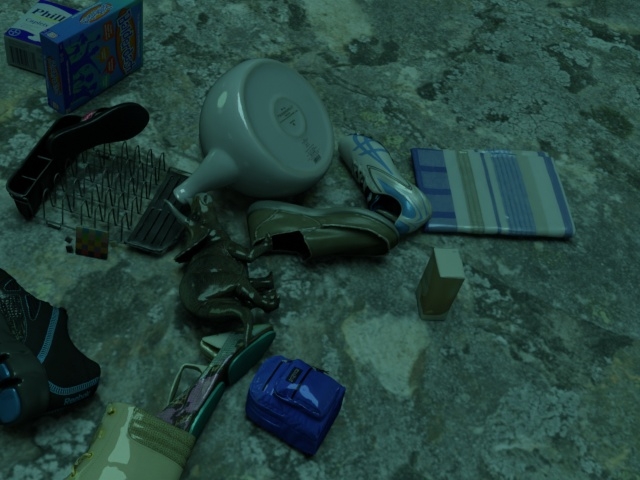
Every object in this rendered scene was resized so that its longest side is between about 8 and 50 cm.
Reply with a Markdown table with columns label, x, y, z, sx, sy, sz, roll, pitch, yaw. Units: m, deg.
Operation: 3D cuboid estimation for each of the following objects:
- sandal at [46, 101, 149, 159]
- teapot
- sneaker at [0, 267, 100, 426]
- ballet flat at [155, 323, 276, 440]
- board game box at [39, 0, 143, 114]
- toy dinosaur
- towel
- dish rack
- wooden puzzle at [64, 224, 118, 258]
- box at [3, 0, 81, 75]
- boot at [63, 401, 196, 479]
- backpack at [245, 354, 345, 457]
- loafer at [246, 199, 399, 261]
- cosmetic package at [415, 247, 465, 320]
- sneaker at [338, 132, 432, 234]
| label | x | y | z | sx | sy | sz | roll | pitch | yaw |
| --- | --- | --- | --- | --- | --- | --- | --- | --- | --- |
| sandal | -0.361 | -0.184 | 1.258 | 0.179 | 0.067 | 0.040 | -26 | 49 | -29 |
| teapot | -0.111 | -0.172 | 1.320 | 0.256 | 0.187 | 0.252 | 14 | 61 | -42 |
| sneaker | -0.432 | 0.113 | 1.065 | 0.140 | 0.125 | 0.341 | -3 | 42 | -50 |
| ballet flat | -0.150 | 0.182 | 1.073 | 0.079 | 0.077 | 0.221 | 27 | 54 | 16 |
| board game box | -0.408 | -0.345 | 1.418 | 0.047 | 0.160 | 0.210 | 31 | 51 | 14 |
| toy dinosaur | -0.144 | 0.066 | 1.145 | 0.160 | 0.121 | 0.313 | -4 | 43 | -7 |
| towel | 0.312 | -0.089 | 1.430 | 0.285 | 0.034 | 0.209 | 1 | 51 | -8 |
| dish rack | -0.336 | -0.088 | 1.266 | 0.272 | 0.074 | 0.208 | 17 | 49 | 3 |
| wooden puzzle | -0.352 | 0.002 | 1.200 | 0.083 | 0.049 | 0.006 | 11 | 28 | -2 |
| box | -0.508 | -0.382 | 1.487 | 0.126 | 0.072 | 0.137 | 18 | 48 | 3 |
| boot | -0.293 | 0.284 | 0.917 | 0.262 | 0.095 | 0.203 | 16 | 57 | -4 |
| backpack | -0.036 | 0.208 | 1.054 | 0.120 | 0.101 | 0.098 | 24 | 42 | 14 |
| loafer | 0.000 | 0.000 | 1.257 | 0.251 | 0.094 | 0.087 | 5 | 53 | 5 |
| cosmetic package | 0.184 | 0.069 | 1.209 | 0.041 | 0.115 | 0.060 | 2 | 49 | -10 |
| sneaker | 0.097 | -0.104 | 1.367 | 0.086 | 0.085 | 0.237 | -27 | 56 | -22 |
